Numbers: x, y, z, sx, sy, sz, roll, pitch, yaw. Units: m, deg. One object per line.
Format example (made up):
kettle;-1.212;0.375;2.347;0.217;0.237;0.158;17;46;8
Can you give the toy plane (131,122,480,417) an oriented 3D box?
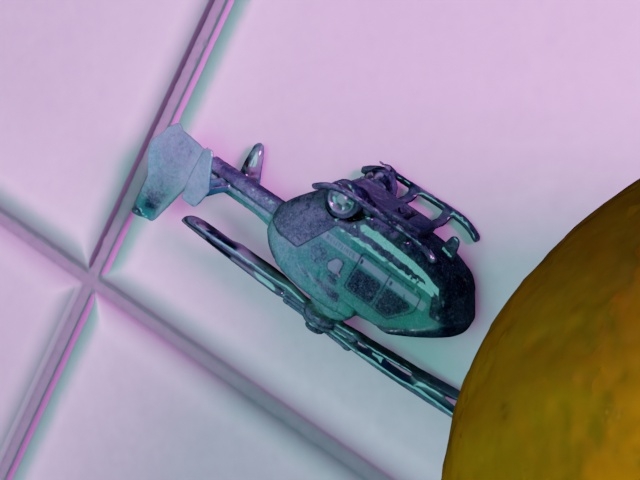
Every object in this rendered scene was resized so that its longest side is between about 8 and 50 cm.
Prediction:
toy plane;0.000;0.000;0.673;0.235;0.060;0.096;34;117;19

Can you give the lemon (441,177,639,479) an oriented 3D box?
lemon;0.194;0.091;0.448;0.297;0.297;0.297;-1;89;26
